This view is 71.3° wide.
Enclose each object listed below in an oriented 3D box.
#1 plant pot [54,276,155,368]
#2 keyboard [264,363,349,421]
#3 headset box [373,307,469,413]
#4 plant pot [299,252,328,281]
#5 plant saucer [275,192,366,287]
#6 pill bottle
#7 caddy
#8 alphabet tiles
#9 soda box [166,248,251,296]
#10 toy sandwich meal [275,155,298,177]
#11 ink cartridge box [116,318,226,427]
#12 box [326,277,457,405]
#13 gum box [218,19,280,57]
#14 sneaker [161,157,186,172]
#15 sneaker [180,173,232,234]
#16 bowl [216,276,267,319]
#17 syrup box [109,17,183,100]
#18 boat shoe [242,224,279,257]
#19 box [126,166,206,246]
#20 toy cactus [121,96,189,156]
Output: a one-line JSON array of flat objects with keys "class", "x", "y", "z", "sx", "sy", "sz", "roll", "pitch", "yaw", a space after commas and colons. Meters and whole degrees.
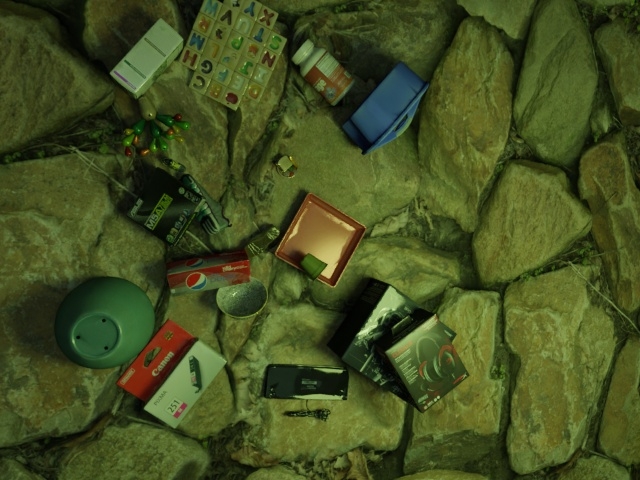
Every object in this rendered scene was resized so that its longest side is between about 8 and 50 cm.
[{"class": "plant pot", "x": -0.661, "y": 0.265, "z": 1.351, "sx": 0.290, "sy": 0.195, "sz": 0.290, "roll": -1, "pitch": 93, "yaw": -17}, {"class": "keyboard", "x": -0.049, "y": 0.557, "z": 1.633, "sx": 0.317, "sy": 0.033, "sz": 0.202, "roll": 8, "pitch": 84, "yaw": -16}, {"class": "headset box", "x": 0.334, "y": 0.391, "z": 1.512, "sx": 0.218, "sy": 0.110, "sz": 0.293, "roll": -33, "pitch": 101, "yaw": -12}, {"class": "plant pot", "x": -0.029, "y": 0.087, "z": 1.550, "sx": 0.079, "sy": 0.083, "sz": 0.083, "roll": 41, "pitch": 81, "yaw": -3}, {"class": "plant saucer", "x": 0.000, "y": 0.000, "z": 1.614, "sx": 0.259, "sy": 0.048, "sz": 0.258, "roll": 30, "pitch": 84, "yaw": -15}, {"class": "pill bottle", "x": 0.007, "y": -0.587, "z": 1.552, "sx": 0.216, "sy": 0.121, "sz": 0.121, "roll": 40, "pitch": 81, "yaw": -14}, {"class": "caddy", "x": 0.236, "y": -0.451, "z": 1.567, "sx": 0.179, "sy": 0.241, "sz": 0.341, "roll": 41, "pitch": 81, "yaw": -10}, {"class": "alphabet tiles", "x": -0.287, "y": -0.624, "z": 1.467, "sx": 0.285, "sy": 0.011, "sz": 0.343, "roll": 24, "pitch": 102, "yaw": -14}, {"class": "soda box", "x": -0.367, "y": 0.105, "z": 1.475, "sx": 0.263, "sy": 0.083, "sz": 0.092, "roll": -10, "pitch": 119, "yaw": -16}, {"class": "toy sandwich meal", "x": -0.116, "y": -0.262, "z": 1.577, "sx": 0.085, "sy": 0.029, "sz": 0.086, "roll": -1, "pitch": 93, "yaw": -17}, {"class": "ink cartridge box", "x": -0.492, "y": 0.439, "z": 1.481, "sx": 0.239, "sy": 0.060, "sz": 0.275, "roll": 40, "pitch": 81, "yaw": -16}, {"class": "box", "x": 0.260, "y": 0.366, "z": 1.640, "sx": 0.343, "sy": 0.179, "sz": 0.312, "roll": 36, "pitch": 84, "yaw": -15}, {"class": "gum box", "x": -0.246, "y": -0.705, "z": 1.501, "sx": 0.188, "sy": 0.062, "sz": 0.107, "roll": 31, "pitch": 84, "yaw": -15}, {"class": "sneaker", "x": -0.482, "y": -0.247, "z": 1.465, "sx": 0.083, "sy": 0.035, "sz": 0.031, "roll": 22, "pitch": 87, "yaw": -16}, {"class": "sneaker", "x": -0.385, "y": -0.125, "z": 1.494, "sx": 0.098, "sy": 0.083, "sz": 0.224, "roll": -26, "pitch": 86, "yaw": -54}, {"class": "bowl", "x": -0.262, "y": 0.210, "z": 1.513, "sx": 0.170, "sy": 0.170, "sz": 0.080, "roll": -14, "pitch": 141, "yaw": -16}, {"class": "syrup box", "x": -0.542, "y": -0.566, "z": 1.403, "sx": 0.096, "sy": 0.093, "sz": 0.237, "roll": 41, "pitch": 81, "yaw": -15}, {"class": "boat shoe", "x": -0.210, "y": 0.002, "z": 1.558, "sx": 0.153, "sy": 0.048, "sz": 0.056, "roll": -43, "pitch": 115, "yaw": -4}, {"class": "box", "x": -0.491, "y": -0.106, "z": 1.423, "sx": 0.184, "sy": 0.045, "sz": 0.191, "roll": 34, "pitch": 92, "yaw": 2}, {"class": "toy cactus", "x": -0.538, "y": -0.370, "z": 1.418, "sx": 0.219, "sy": 0.112, "sz": 0.180, "roll": -23, "pitch": 89, "yaw": -6}]
